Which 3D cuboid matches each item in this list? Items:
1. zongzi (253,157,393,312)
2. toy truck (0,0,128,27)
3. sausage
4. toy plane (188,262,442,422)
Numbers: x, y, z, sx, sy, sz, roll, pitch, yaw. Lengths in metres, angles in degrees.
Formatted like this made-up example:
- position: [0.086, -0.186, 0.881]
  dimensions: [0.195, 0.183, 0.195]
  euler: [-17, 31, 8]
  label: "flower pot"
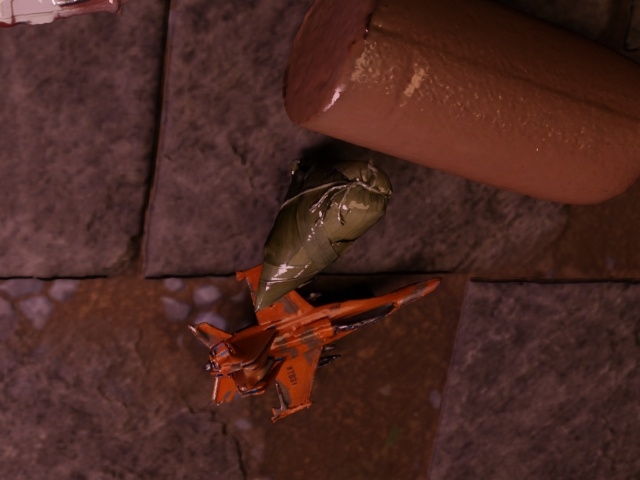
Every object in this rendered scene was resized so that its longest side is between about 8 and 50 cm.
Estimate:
- position: [0.000, 0.000, 1.326]
  dimensions: [0.055, 0.109, 0.119]
  euler: [27, 82, -22]
  label: "zongzi"
- position: [-0.165, -0.267, 1.147]
  dimensions: [0.135, 0.114, 0.270]
  euler: [-6, 118, -8]
  label: "toy truck"
- position: [0.111, -0.100, 1.315]
  dimensions: [0.253, 0.123, 0.123]
  euler: [17, 113, -24]
  label: "sausage"
- position: [-0.002, 0.059, 1.417]
  dimensions: [0.188, 0.062, 0.135]
  euler: [-27, 124, -17]
  label: "toy plane"
